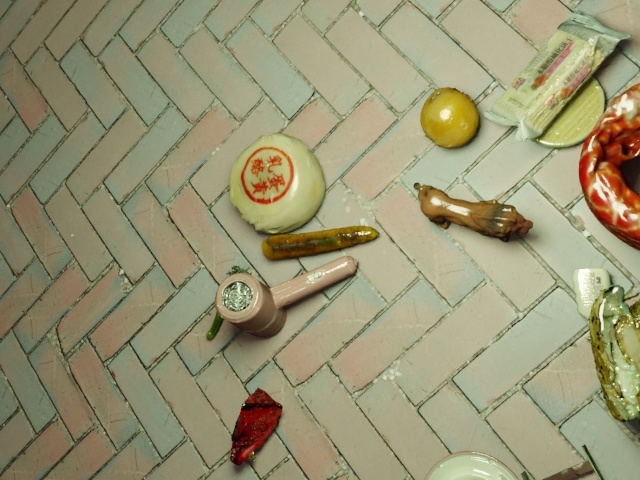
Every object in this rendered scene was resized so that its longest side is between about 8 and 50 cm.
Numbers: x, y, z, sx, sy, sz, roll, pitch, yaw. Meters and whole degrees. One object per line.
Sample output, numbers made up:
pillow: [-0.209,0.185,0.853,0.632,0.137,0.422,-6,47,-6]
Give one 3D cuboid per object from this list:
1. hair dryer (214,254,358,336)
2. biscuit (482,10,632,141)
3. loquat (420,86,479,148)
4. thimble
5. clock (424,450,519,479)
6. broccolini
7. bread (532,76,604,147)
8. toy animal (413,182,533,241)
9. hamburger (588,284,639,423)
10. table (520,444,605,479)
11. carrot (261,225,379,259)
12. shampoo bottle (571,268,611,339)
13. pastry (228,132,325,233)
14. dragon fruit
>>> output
hair dryer: [-0.070,0.112,1.709,0.353,0.210,0.125,-26,68,5]
biscuit: [0.509,-0.361,1.531,0.309,0.079,0.186,-50,33,14]
loquat: [0.297,-0.285,1.612,0.141,0.141,0.141,-3,82,24]
thimble: [0.693,-0.137,1.358,0.351,0.231,0.349,-3,82,23]
clock: [0.338,0.588,1.528,0.245,0.056,0.244,-3,83,25]
broccolini: [-0.252,0.171,1.851,0.216,0.067,0.058,-63,27,6]
bread: [0.565,-0.276,1.540,0.112,0.036,0.193,36,95,23]
toy animal: [0.325,-0.068,1.559,0.313,0.157,0.097,17,90,24]
hamburger: [0.631,0.224,1.372,0.168,0.192,0.287,-10,79,10]
table: [0.527,0.538,1.444,0.146,0.062,0.175,-32,69,18]
carrot: [0.000,0.000,1.757,0.315,0.066,0.066,-9,80,20]
shampoo bottle: [0.580,0.137,1.476,0.077,0.045,0.151,-5,80,22]
pastry: [-0.115,-0.145,1.789,0.265,0.133,0.264,-3,84,28]
dragon fruit: [-0.169,0.482,1.745,0.092,0.122,0.192,25,92,10]
